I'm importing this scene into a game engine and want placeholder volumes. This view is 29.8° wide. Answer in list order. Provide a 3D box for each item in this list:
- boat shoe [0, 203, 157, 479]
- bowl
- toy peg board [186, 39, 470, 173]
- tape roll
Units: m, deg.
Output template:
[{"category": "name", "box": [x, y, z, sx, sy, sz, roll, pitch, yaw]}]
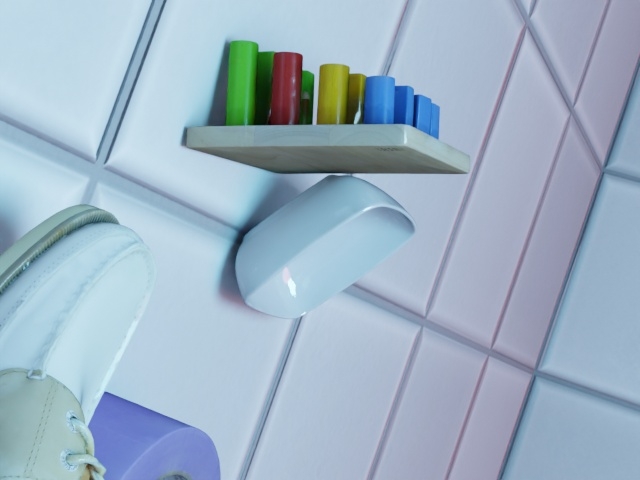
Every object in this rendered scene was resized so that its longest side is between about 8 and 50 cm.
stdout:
[{"category": "boat shoe", "box": [-0.152, 0.116, 0.579, 0.302, 0.103, 0.113, -60, 155, -28]}, {"category": "bowl", "box": [0.000, 0.000, 0.972, 0.142, 0.053, 0.142, -35, 162, 10]}, {"category": "toy peg board", "box": [0.012, -0.095, 0.869, 0.161, 0.161, 0.079, 9, 83, -68]}, {"category": "tape roll", "box": [-0.149, 0.201, 0.801, 0.189, 0.080, 0.189, -47, 147, -44]}]
